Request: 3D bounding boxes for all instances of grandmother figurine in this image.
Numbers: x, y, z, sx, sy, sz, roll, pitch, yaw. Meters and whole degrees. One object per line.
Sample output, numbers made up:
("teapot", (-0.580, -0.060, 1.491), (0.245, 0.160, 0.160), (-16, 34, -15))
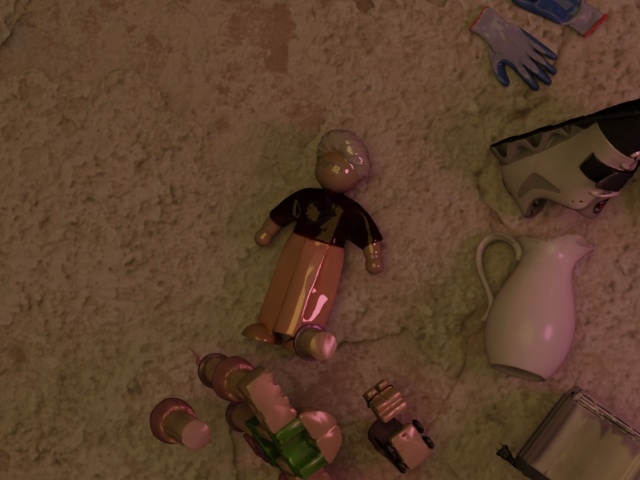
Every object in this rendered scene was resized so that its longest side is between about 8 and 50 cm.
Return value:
("grandmother figurine", (0.000, 0.000, 2.000), (0.207, 0.104, 0.342), (16, 90, 7))

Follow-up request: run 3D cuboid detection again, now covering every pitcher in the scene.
("pitcher", (0.289, 0.090, 1.915), (0.177, 0.125, 0.207), (7, 74, 35))

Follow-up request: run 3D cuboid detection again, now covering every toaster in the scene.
("toaster", (0.378, 0.305, 1.854), (0.227, 0.129, 0.146), (35, 88, 17))

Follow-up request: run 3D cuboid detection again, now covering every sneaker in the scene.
("sneaker", (0.402, -0.112, 1.866), (0.330, 0.122, 0.146), (-16, 94, 47))

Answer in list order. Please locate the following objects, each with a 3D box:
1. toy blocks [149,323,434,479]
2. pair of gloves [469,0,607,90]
("toy blocks", (-0.065, 0.275, 1.942), (0.309, 0.260, 0.288), (-37, 106, -17))
("pair of gloves", (0.323, -0.326, 1.998), (0.159, 0.023, 0.198), (43, 94, 15))
